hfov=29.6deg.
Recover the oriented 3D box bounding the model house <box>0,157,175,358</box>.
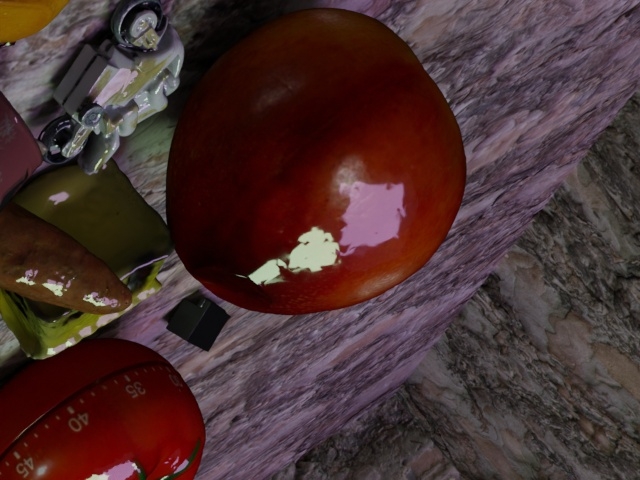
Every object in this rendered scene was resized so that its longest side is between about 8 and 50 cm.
[{"bbox_3d":[-0.313,0.031,1.515,0.193,0.175,0.234,-34,172,-24],"label":"model house"}]

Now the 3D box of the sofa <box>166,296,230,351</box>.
[{"bbox_3d":[-0.219,0.140,2.154,0.085,0.060,0.147,-57,164,-5],"label":"sofa"}]

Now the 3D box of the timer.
[{"bbox_3d":[-0.370,0.324,1.889,0.378,0.279,0.378,-35,160,-15],"label":"timer"}]

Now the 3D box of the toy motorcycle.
[{"bbox_3d":[-0.219,-0.170,1.335,0.228,0.074,0.151,-57,154,18],"label":"toy motorcycle"}]

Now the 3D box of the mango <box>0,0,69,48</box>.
[{"bbox_3d":[-0.272,-0.228,0.941,0.252,0.154,0.126,-31,-173,-34],"label":"mango"}]

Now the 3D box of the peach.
[{"bbox_3d":[-0.016,-0.085,1.496,0.388,0.388,0.388,-37,163,-13],"label":"peach"}]

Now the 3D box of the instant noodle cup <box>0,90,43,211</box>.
[{"bbox_3d":[-0.364,-0.072,1.034,0.178,0.235,0.235,-46,165,-19],"label":"instant noodle cup"}]

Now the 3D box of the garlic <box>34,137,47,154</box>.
[{"bbox_3d":[-0.419,-0.017,1.195,0.318,0.112,0.143,-43,-157,-8],"label":"garlic"}]

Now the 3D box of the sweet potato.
[{"bbox_3d":[-0.319,0.017,1.331,0.097,0.252,0.097,-53,-161,27],"label":"sweet potato"}]
